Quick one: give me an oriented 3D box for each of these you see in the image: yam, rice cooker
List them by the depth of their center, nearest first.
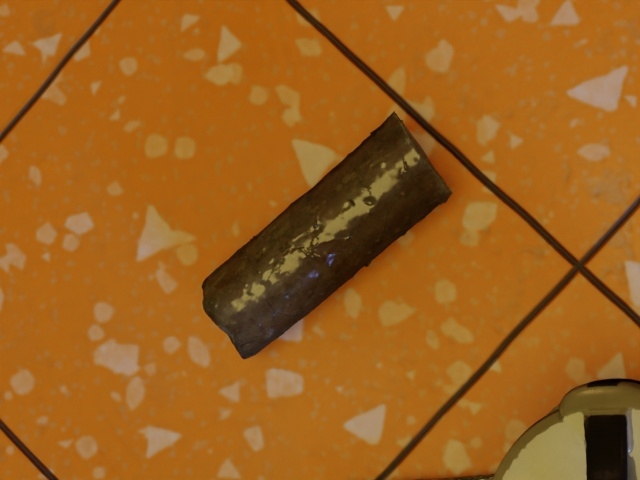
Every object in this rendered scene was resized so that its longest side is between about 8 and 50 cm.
[{"bbox_3d":[0.251,0.223,1.348,0.226,0.244,0.226,0,89,20],"label":"rice cooker"},{"bbox_3d":[0.000,0.000,1.498,0.259,0.093,0.093,-40,80,12],"label":"yam"}]

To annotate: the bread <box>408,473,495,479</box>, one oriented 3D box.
[{"bbox_3d":[0.094,0.250,1.501,0.154,0.028,0.068,-8,88,15],"label":"bread"}]
